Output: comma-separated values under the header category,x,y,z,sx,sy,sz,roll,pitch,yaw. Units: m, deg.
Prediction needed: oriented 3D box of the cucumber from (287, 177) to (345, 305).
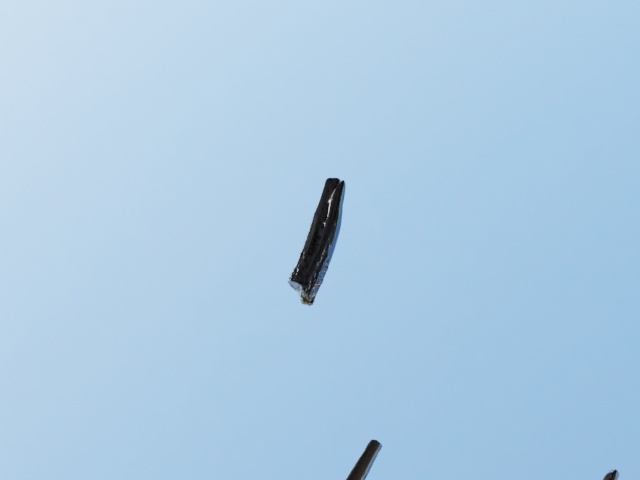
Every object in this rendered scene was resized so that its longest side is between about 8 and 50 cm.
category,x,y,z,sx,sy,sz,roll,pitch,yaw
cucumber,0.002,0.001,1.539,0.033,0.034,0.134,12,-103,55

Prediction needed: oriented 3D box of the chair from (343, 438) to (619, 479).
category,x,y,z,sx,sy,sz,roll,pitch,yaw
chair,0.054,0.264,0.819,0.188,0.166,0.272,3,-146,32
